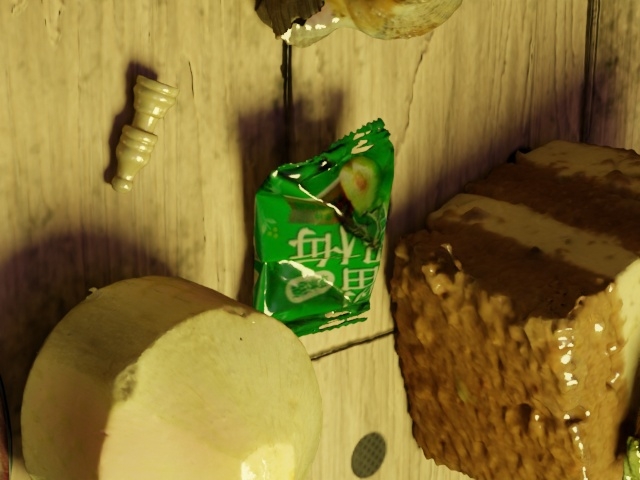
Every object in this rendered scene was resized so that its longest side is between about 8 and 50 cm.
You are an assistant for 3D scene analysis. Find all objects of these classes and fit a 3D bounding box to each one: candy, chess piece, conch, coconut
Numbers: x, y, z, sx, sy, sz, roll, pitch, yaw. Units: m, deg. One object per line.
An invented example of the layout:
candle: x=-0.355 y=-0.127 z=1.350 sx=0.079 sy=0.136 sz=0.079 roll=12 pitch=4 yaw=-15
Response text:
candy: x=-0.001 y=-0.002 z=1.327 sx=0.141 sy=0.078 sz=0.203 roll=-8 pitch=122 yaw=-29
chess piece: x=-0.142 y=-0.081 z=1.200 sx=0.035 sy=0.035 sz=0.092 roll=17 pitch=96 yaw=-44
conch: x=0.035 y=-0.216 z=1.219 sx=0.163 sy=0.245 sz=0.178 roll=42 pitch=94 yaw=-7
coconut: x=-0.106 y=0.133 z=1.171 sx=0.237 sy=0.237 sz=0.197 roll=-13 pitch=111 yaw=-39

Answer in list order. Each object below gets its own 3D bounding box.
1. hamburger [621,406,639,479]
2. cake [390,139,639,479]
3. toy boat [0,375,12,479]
hamburger: x=0.315 y=0.180 z=1.323 sx=0.102 sy=0.087 sz=0.176 roll=-38 pitch=132 yaw=-29
cake: x=0.243 y=0.083 z=1.452 sx=0.290 sy=0.255 sz=0.282 roll=-27 pitch=122 yaw=-29
toy boat: x=-0.269 y=0.104 z=1.141 sx=0.080 sy=0.046 sz=0.229 roll=-27 pitch=123 yaw=-35
